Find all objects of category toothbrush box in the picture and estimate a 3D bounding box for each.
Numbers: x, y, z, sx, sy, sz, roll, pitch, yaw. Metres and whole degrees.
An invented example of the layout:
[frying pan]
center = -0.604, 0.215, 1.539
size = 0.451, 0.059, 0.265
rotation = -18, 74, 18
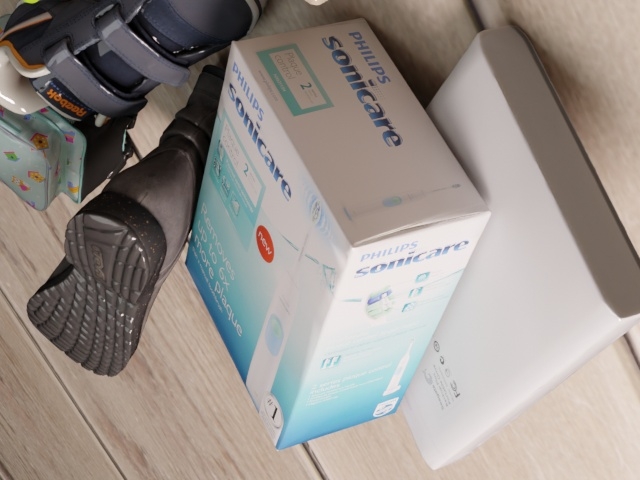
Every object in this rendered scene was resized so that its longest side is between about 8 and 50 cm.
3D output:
[toothbrush box]
center = 0.000, 0.000, 1.141
size = 0.216, 0.126, 0.296
rotation = 61, 151, 28

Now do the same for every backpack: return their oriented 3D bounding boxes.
[backpack]
center = -0.304, -0.137, 1.445
size = 0.188, 0.144, 0.166
rotation = 44, 155, 12

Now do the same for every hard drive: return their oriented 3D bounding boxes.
[hard drive]
center = 0.120, 0.023, 1.104
size = 0.233, 0.047, 0.353
rotation = 67, 155, 18

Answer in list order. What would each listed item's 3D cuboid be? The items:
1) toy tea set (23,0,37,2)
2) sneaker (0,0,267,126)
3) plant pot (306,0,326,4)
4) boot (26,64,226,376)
[toy tea set]
center = -0.237, -0.257, 1.116
size = 0.200, 0.336, 0.124
rotation = 12, 98, 10
[sneaker]
center = -0.177, -0.172, 1.221
size = 0.321, 0.128, 0.126
rotation = -4, 146, 48
[plant pot]
center = 0.000, -0.249, 0.975
size = 0.109, 0.109, 0.096
rotation = 38, 136, 16
[boot]
center = -0.162, -0.010, 1.338
size = 0.118, 0.223, 0.338
rotation = 38, 147, -5
